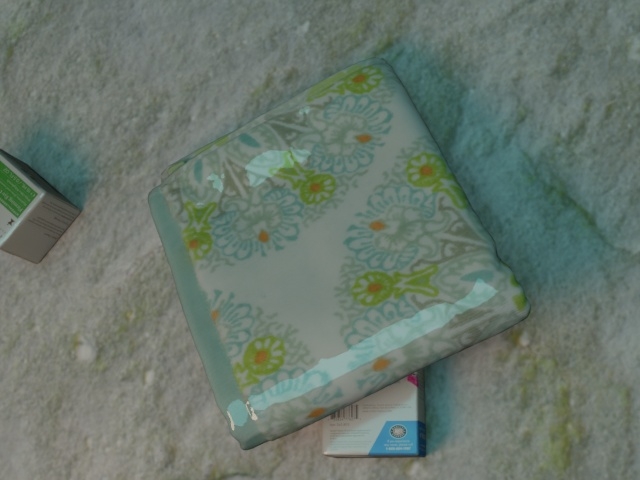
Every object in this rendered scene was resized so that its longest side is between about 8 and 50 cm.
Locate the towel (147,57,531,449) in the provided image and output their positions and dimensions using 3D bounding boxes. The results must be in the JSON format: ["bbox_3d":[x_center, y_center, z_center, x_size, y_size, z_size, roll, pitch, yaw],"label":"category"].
[{"bbox_3d":[0.000,0.000,1.206,0.320,0.090,0.374,-28,54,5],"label":"towel"}]

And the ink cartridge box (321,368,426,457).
[{"bbox_3d":[0.058,0.141,1.224,0.104,0.061,0.181,-2,76,13],"label":"ink cartridge box"}]

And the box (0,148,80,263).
[{"bbox_3d":[-0.362,-0.042,1.344,0.101,0.102,0.087,39,90,17],"label":"box"}]
